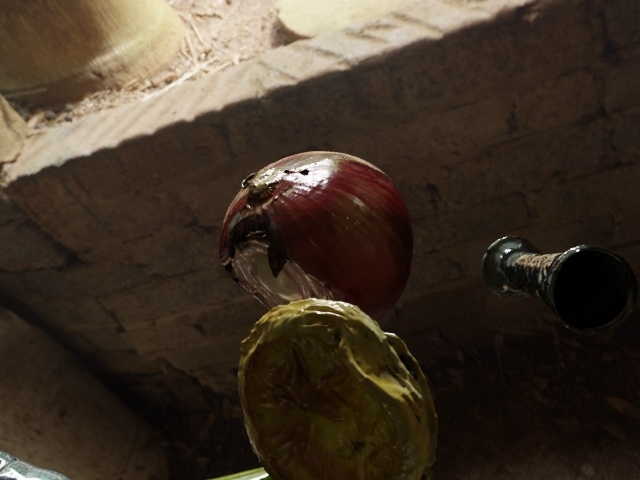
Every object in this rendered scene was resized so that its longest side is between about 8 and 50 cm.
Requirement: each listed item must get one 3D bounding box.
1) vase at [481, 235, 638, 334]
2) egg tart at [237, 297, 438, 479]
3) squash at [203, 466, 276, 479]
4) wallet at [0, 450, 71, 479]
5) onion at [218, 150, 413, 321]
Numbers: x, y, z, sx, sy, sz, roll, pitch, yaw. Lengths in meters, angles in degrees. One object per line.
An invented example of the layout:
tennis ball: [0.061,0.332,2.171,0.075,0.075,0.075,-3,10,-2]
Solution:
vase: [0.172,0.028,0.473,0.059,0.059,0.167,-28,2,1]
egg tart: [0.019,0.170,0.645,0.241,0.241,0.106,9,14,34]
squash: [-0.147,0.309,0.700,0.319,0.080,0.071,-13,83,4]
wallet: [-0.266,0.185,0.348,0.342,0.237,0.075,14,19,13]
onion: [-0.007,-0.005,1.047,0.341,0.341,0.341,-15,44,15]
